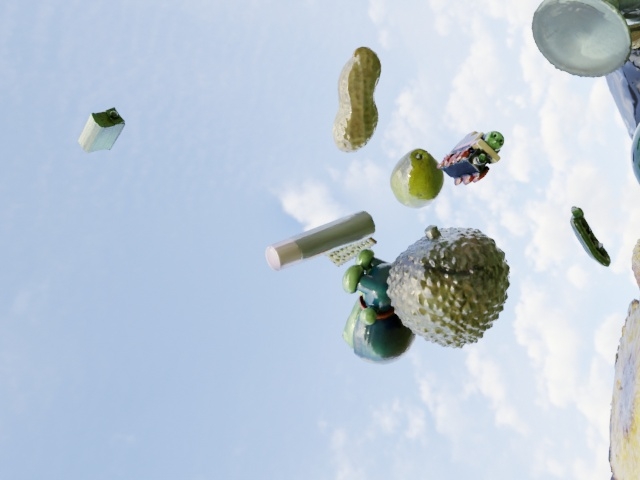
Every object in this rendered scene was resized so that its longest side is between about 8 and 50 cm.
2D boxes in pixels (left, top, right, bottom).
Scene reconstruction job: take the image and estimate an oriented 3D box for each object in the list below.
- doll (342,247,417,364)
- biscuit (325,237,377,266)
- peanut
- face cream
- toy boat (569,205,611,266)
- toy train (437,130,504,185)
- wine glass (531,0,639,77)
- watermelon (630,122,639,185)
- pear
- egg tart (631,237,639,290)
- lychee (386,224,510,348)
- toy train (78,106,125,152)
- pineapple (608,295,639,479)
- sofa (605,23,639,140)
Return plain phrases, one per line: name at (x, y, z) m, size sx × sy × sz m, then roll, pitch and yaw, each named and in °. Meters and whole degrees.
doll at (0.152, 0.189, 1.368) m, size 0.198 × 0.186 × 0.321 m, roll -53°, pitch -33°, yaw -41°
biscuit at (0.070, 0.009, 1.720) m, size 0.144 × 0.203 × 0.016 m, roll 37°, pitch -131°, yaw -20°
peanut at (0.110, -0.398, 1.541) m, size 0.136 × 0.120 × 0.298 m, roll -10°, pitch -64°, yaw -37°
face cream at (0.000, 0.000, 1.314) m, size 0.270 × 0.107 × 0.073 m, roll -20°, pitch -93°, yaw -21°
toy boat at (0.778, -0.007, 1.560) m, size 0.210 × 0.052 × 0.104 m, roll 53°, pitch -145°, yaw -12°
toy train at (0.233, -0.130, 0.820) m, size 0.050 × 0.138 × 0.087 m, roll 42°, pitch -93°, yaw -6°
wine glass at (0.325, -0.282, 0.553) m, size 0.231 × 0.103 × 0.103 m, roll -49°, pitch -62°, yaw -12°
watermelon at (0.556, -0.121, 0.757) m, size 0.215 × 0.188 × 0.187 m, roll 27°, pitch -115°, yaw -4°
pear at (0.370, -0.233, 2.059) m, size 0.212 × 0.213 × 0.269 m, roll -58°, pitch -18°, yaw -29°
egg tart at (0.660, 0.105, 0.933) m, size 0.294 × 0.116 × 0.294 m, roll 59°, pitch -167°, yaw -22°
lychee at (0.266, 0.094, 1.115) m, size 0.255 × 0.255 × 0.274 m, roll -25°, pitch -78°, yaw -40°
toy train at (-0.382, -0.190, 0.939) m, size 0.038 × 0.093 × 0.056 m, roll 53°, pitch -139°, yaw 2°
pineapple at (0.468, 0.196, 0.554) m, size 0.262 × 0.272 × 0.262 m, roll 6°, pitch -90°, yaw -71°
sofa at (0.688, -0.336, 1.068) m, size 0.258 × 0.200 × 0.182 m, roll 59°, pitch -150°, yaw -20°
